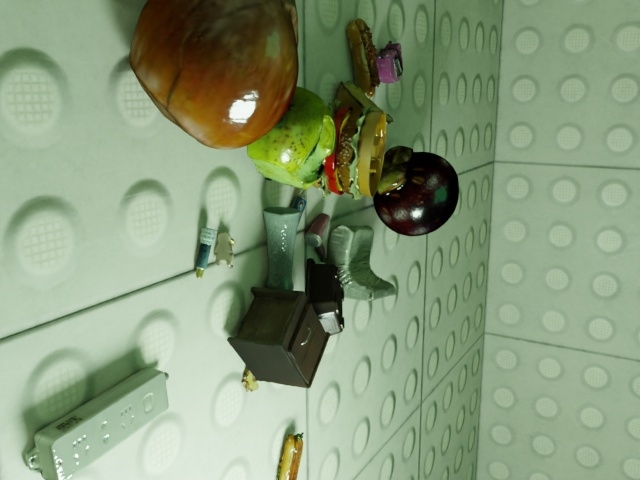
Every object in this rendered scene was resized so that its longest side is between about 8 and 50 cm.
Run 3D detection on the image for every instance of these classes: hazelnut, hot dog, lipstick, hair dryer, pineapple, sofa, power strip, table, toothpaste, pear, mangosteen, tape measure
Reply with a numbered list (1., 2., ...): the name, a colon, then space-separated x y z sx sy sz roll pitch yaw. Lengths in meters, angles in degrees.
1. hazelnut: -0.178 -0.357 1.207 0.315 0.372 0.372 6 91 -33
2. hot dog: 0.141 -0.560 2.004 0.102 0.076 0.249 -52 138 -48
3. hot dog: -0.091 0.646 1.886 0.072 0.055 0.188 27 73 -63
4. lipstick: -0.262 0.029 1.464 0.037 0.037 0.116 11 92 -61
5. hair dryer: -0.002 0.006 1.922 0.106 0.054 0.154 -59 154 -43
6. pineapple: -0.185 0.367 1.693 0.045 0.019 0.083 -55 141 -49
7. sofa: 0.134 0.066 2.031 0.210 0.176 0.225 2 94 -61
8. power strip: -0.405 0.343 1.251 0.338 0.058 0.098 -30 121 -56
9. table: -0.098 0.245 1.646 0.169 0.172 0.193 -67 147 -37
10. toothpaste: -0.076 -0.052 1.776 0.057 0.035 0.197 38 64 -39
11. pear: -0.059 -0.267 1.536 0.255 0.164 0.238 61 53 -76
12. mangosteen: 0.296 -0.180 2.180 0.347 0.307 0.307 43 55 -22
13. tape measure: 0.229 -0.587 2.158 0.118 0.074 0.125 -52 137 -42

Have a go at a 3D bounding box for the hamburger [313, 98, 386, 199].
1. hamburger: 0.057 -0.247 1.780 0.274 0.212 0.274 9 90 -77

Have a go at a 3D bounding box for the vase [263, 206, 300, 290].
1. vase: -0.104 0.028 1.690 0.096 0.096 0.219 -22 118 -58

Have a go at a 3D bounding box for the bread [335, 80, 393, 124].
1. bread: 0.131 -0.392 1.936 0.140 0.160 0.169 -17 111 -59

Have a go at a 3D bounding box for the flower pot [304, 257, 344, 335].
1. flower pot: 0.019 0.167 1.846 0.251 0.084 0.179 -87 163 -51

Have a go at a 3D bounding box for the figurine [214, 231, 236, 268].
1. figurine: -0.221 0.023 1.531 0.050 0.047 0.083 29 63 -75
